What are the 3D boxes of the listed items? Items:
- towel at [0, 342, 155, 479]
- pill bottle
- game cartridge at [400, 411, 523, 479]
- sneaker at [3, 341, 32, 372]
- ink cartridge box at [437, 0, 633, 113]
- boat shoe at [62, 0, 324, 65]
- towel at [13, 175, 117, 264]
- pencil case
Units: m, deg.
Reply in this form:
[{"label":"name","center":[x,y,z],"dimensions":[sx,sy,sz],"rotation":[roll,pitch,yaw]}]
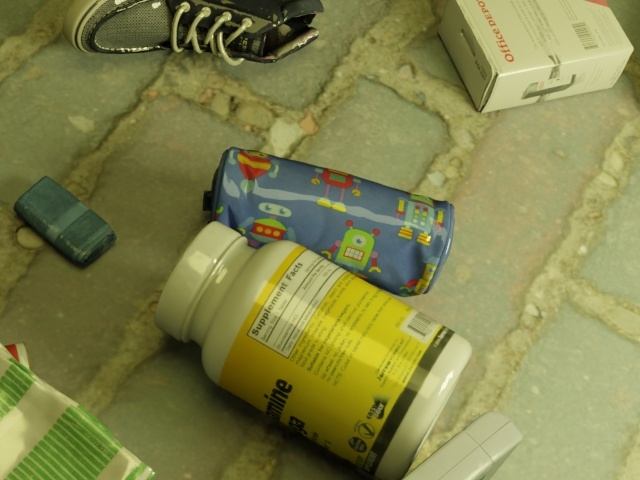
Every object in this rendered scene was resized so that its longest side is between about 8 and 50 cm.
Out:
[{"label":"towel","center":[-0.375,0.236,1.755],"dimensions":[0.325,0.038,0.248],"rotation":[36,70,13]},{"label":"pill bottle","center":[-0.012,0.118,1.853],"dimensions":[0.334,0.188,0.188],"rotation":[29,55,9]},{"label":"game cartridge","center":[0.086,0.303,1.743],"dimensions":[0.297,0.198,0.062],"rotation":[-35,69,-30]},{"label":"sneaker","center":[-0.355,0.170,1.830],"dimensions":[0.067,0.042,0.118],"rotation":[-6,53,-19]},{"label":"ink cartridge box","center":[0.293,-0.276,2.248],"dimensions":[0.217,0.092,0.159],"rotation":[-11,59,-21]},{"label":"boat shoe","center":[-0.154,-0.291,2.133],"dimensions":[0.340,0.127,0.158],"rotation":[-24,57,-27]},{"label":"towel","center":[-0.311,-0.022,1.978],"dimensions":[0.119,0.029,0.067],"rotation":[39,57,13]},{"label":"pencil case","center":[0.006,-0.018,1.967],"dimensions":[0.306,0.133,0.119],"rotation":[14,19,-3]}]
